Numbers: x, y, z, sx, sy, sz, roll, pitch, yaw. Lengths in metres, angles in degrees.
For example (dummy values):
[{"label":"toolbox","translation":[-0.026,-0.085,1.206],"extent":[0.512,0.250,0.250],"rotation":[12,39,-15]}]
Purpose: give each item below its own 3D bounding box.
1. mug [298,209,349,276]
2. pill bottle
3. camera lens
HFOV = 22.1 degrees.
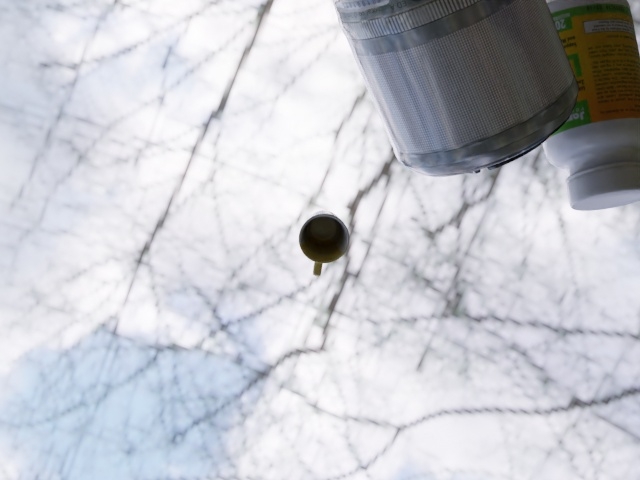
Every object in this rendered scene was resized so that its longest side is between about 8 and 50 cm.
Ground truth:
[{"label":"mug","translation":[-0.001,-0.004,2.029],"extent":[0.062,0.078,0.064],"rotation":[41,-170,-10]},{"label":"pill bottle","translation":[0.333,-0.167,2.005],"extent":[0.136,0.136,0.245],"rotation":[0,-104,-37]},{"label":"camera lens","translation":[0.146,-0.223,1.808],"extent":[0.219,0.274,0.219],"rotation":[-22,-161,8]}]
